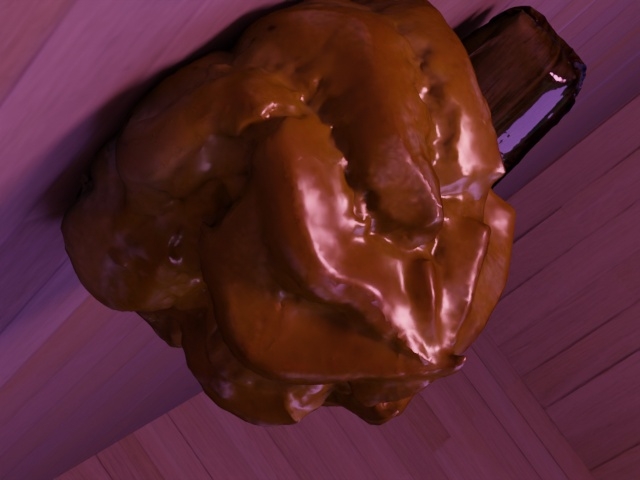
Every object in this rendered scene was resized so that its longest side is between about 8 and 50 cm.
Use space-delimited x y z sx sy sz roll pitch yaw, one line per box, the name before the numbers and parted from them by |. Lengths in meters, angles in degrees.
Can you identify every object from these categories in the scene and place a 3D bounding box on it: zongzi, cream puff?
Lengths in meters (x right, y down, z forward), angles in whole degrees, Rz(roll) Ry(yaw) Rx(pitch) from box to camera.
zongzi | 0.132 -0.116 1.198 0.286 0.138 0.300 -46 -176 13
cream puff | 0.000 0.001 0.798 0.291 0.257 0.324 -23 166 -43
